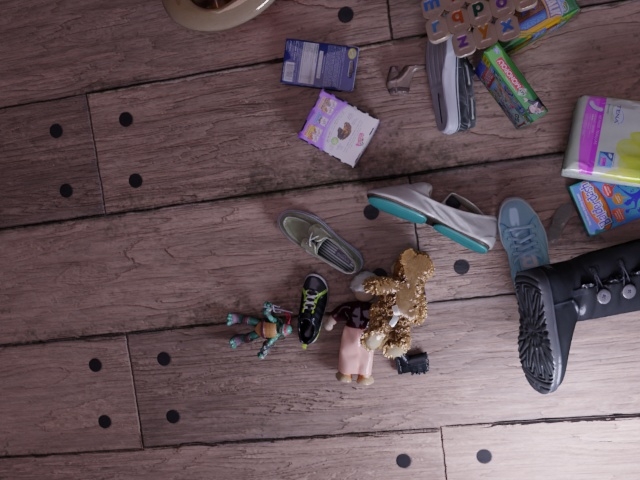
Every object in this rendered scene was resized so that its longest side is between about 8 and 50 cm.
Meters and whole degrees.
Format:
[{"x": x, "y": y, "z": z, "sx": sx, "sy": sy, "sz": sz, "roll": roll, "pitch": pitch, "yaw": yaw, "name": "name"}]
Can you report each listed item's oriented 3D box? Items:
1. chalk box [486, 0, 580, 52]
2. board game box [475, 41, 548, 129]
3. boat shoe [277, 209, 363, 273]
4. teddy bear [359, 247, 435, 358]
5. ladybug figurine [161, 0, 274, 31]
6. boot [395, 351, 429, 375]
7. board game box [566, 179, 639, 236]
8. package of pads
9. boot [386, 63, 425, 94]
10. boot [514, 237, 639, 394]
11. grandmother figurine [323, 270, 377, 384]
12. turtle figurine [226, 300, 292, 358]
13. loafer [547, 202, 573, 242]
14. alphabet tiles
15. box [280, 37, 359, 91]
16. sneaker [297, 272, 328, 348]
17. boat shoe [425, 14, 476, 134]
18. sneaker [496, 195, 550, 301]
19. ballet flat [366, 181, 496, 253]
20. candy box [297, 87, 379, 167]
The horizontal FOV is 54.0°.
[{"x": 0.577, "y": -0.645, "z": 1.718, "sx": 0.289, "sy": 0.180, "sz": 0.179, "roll": -27, "pitch": 91, "yaw": 12, "name": "chalk box"}, {"x": 0.504, "y": -0.404, "z": 1.685, "sx": 0.046, "sy": 0.317, "sz": 0.213, "roll": -37, "pitch": 88, "yaw": 12, "name": "board game box"}, {"x": 0.000, "y": 0.000, "z": 1.923, "sx": 0.302, "sy": 0.094, "sz": 0.109, "roll": 31, "pitch": 100, "yaw": 5, "name": "boat shoe"}, {"x": 0.223, "y": 0.186, "z": 1.871, "sx": 0.245, "sy": 0.113, "sz": 0.337, "roll": 4, "pitch": 92, "yaw": -21, "name": "teddy bear"}, {"x": -0.254, "y": -0.786, "z": 1.853, "sx": 0.450, "sy": 0.162, "sz": 0.304, "roll": -25, "pitch": 91, "yaw": 12, "name": "ladybug figurine"}, {"x": 0.281, "y": 0.359, "z": 1.938, "sx": 0.099, "sy": 0.045, "sz": 0.121, "roll": -9, "pitch": 101, "yaw": 13, "name": "boot"}, {"x": 0.837, "y": -0.123, "z": 1.794, "sx": 0.210, "sy": 0.047, "sz": 0.160, "roll": -23, "pitch": 91, "yaw": 11, "name": "board game box"}, {"x": 0.835, "y": -0.271, "z": 1.722, "sx": 0.297, "sy": 0.101, "sz": 0.229, "roll": 12, "pitch": 86, "yaw": 16, "name": "package of pads"}, {"x": 0.254, "y": -0.475, "z": 1.864, "sx": 0.119, "sy": 0.042, "sz": 0.086, "roll": -2, "pitch": 102, "yaw": 11, "name": "boot"}, {"x": 0.769, "y": 0.200, "z": 1.737, "sx": 0.446, "sy": 0.146, "sz": 0.366, "roll": -13, "pitch": 107, "yaw": -19, "name": "boot"}, {"x": 0.116, "y": 0.262, "z": 1.934, "sx": 0.208, "sy": 0.104, "sz": 0.342, "roll": 8, "pitch": 94, "yaw": -8, "name": "grandmother figurine"}, {"x": -0.177, "y": 0.281, "z": 1.972, "sx": 0.234, "sy": 0.118, "sz": 0.175, "roll": -4, "pitch": 80, "yaw": 25, "name": "turtle figurine"}, {"x": 0.697, "y": -0.050, "z": 1.832, "sx": 0.045, "sy": 0.039, "sz": 0.125, "roll": 26, "pitch": 82, "yaw": 27, "name": "loafer"}, {"x": 0.410, "y": -0.620, "z": 1.641, "sx": 0.284, "sy": 0.021, "sz": 0.277, "roll": -16, "pitch": 73, "yaw": 21, "name": "alphabet tiles"}, {"x": -0.001, "y": -0.528, "z": 1.900, "sx": 0.226, "sy": 0.036, "sz": 0.136, "roll": 10, "pitch": 98, "yaw": 10, "name": "box"}, {"x": -0.025, "y": 0.220, "z": 1.948, "sx": 0.084, "sy": 0.097, "sz": 0.234, "roll": 6, "pitch": 97, "yaw": 9, "name": "sneaker"}, {"x": 0.384, "y": -0.477, "z": 1.813, "sx": 0.119, "sy": 0.121, "sz": 0.334, "roll": -9, "pitch": 102, "yaw": -19, "name": "boat shoe"}, {"x": 0.602, "y": 0.050, "z": 1.799, "sx": 0.135, "sy": 0.150, "sz": 0.365, "roll": -17, "pitch": 93, "yaw": 9, "name": "sneaker"}, {"x": 0.336, "y": -0.095, "z": 1.854, "sx": 0.401, "sy": 0.139, "sz": 0.139, "roll": 24, "pitch": 99, "yaw": 2, "name": "ballet flat"}, {"x": 0.057, "y": -0.335, "z": 1.893, "sx": 0.196, "sy": 0.070, "sz": 0.164, "roll": 30, "pitch": 99, "yaw": 6, "name": "candy box"}]
